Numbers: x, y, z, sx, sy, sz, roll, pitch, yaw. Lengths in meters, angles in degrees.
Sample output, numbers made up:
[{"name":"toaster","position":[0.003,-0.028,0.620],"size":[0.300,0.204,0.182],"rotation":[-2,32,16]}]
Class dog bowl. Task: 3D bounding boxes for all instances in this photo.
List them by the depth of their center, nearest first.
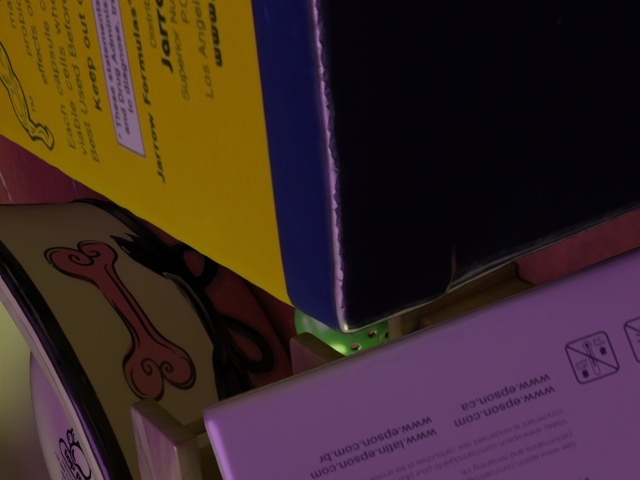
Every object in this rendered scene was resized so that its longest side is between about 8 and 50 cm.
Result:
[{"name":"dog bowl","position":[-0.138,0.152,0.885],"size":[0.408,0.150,0.407],"rotation":[37,136,46]}]

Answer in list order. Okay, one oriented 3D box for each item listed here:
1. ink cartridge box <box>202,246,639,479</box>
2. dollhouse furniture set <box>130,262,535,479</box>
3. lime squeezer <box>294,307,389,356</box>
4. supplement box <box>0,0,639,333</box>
[{"name":"ink cartridge box","position":[0.103,0.118,0.410],"size":[0.045,0.223,0.223],"rotation":[6,-116,-81]},{"name":"dollhouse furniture set","position":[0.044,0.112,0.518],"size":[0.129,0.184,0.128],"rotation":[30,132,49]},{"name":"lime squeezer","position":[0.000,0.000,0.677],"size":[0.110,0.059,0.310],"rotation":[-13,-99,-89]},{"name":"supplement box","position":[-0.024,-0.136,0.473],"size":[0.357,0.194,0.195],"rotation":[27,130,51]}]
